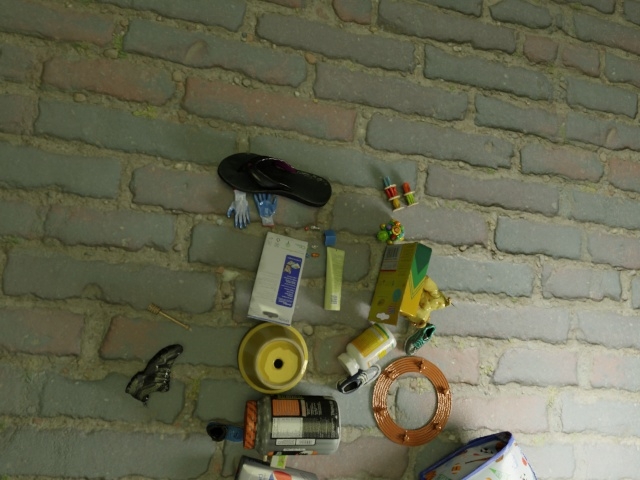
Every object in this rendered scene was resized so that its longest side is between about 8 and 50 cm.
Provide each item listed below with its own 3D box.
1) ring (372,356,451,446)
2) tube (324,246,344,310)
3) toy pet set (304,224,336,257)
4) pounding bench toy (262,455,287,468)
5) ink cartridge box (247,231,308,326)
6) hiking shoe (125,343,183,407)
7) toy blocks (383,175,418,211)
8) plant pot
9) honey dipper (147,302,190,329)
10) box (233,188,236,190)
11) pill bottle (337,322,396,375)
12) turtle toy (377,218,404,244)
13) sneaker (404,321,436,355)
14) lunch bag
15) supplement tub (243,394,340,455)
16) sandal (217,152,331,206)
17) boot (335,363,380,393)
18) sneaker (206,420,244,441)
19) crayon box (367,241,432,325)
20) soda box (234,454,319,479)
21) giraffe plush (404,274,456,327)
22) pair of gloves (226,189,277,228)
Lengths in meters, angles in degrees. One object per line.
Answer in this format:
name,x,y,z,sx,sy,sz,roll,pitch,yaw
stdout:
ring,0.364,0.628,1.667,0.336,0.032,0.337,2,80,-12
tube,0.053,0.150,1.659,0.062,0.070,0.240,3,79,9
toy pet set,0.000,0.000,1.664,0.114,0.065,0.122,-2,82,-13
pounding bench toy,-0.164,0.759,1.505,0.083,0.065,0.052,15,79,-10
ink cartridge box,-0.159,0.143,1.579,0.165,0.065,0.333,17,67,-11
hiking shoe,-0.548,0.458,1.466,0.227,0.086,0.114,-43,106,-10
toy blocks,0.330,-0.206,1.779,0.123,0.054,0.148,-18,85,-14
plant pot,-0.158,0.409,1.474,0.253,0.239,0.254,2,81,-12
honey dipper,-0.537,0.275,1.517,0.160,0.030,0.030,34,75,-10
box,-0.327,-0.242,1.651,0.067,0.018,0.083,-33,90,-16
pill bottle,0.172,0.412,1.612,0.208,0.117,0.118,-34,90,-16
turtle toy,0.286,-0.032,1.735,0.130,0.066,0.095,-23,87,-15
sneaker,0.395,0.387,1.688,0.065,0.076,0.166,42,75,-3
lunch bag,0.618,0.940,1.573,0.385,0.239,0.328,-27,86,-9
supplement tub,-0.102,0.634,1.473,0.315,0.193,0.194,6,80,-11
sandal,-0.162,-0.251,1.630,0.445,0.107,0.168,12,64,-14
boot,0.153,0.524,1.605,0.189,0.086,0.069,-24,87,-15
sneaker,-0.320,0.667,1.473,0.152,0.084,0.058,22,77,-9
crayon box,0.299,0.171,1.632,0.081,0.202,0.319,23,77,-22
soda box,-0.149,0.838,1.480,0.286,0.098,0.091,19,77,-9
giraffe plush,0.394,0.248,1.670,0.170,0.181,0.210,-45,76,-4
pair of gloves,-0.260,-0.125,1.636,0.198,0.023,0.159,-3,83,-21
